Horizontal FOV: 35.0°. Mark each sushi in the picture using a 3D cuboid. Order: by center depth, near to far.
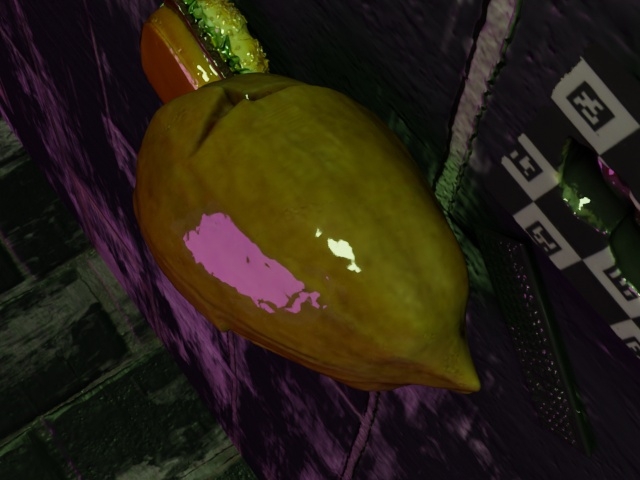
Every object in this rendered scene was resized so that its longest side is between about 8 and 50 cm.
[{"bbox_3d":[0.195,0.004,0.517,0.215,0.050,0.192,49,164,9],"label":"sushi"}]

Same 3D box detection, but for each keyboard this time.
[{"bbox_3d":[0.164,0.078,0.781,0.067,0.011,0.202,28,145,59],"label":"keyboard"}]

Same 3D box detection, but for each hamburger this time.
[{"bbox_3d":[-0.104,-0.163,0.959,0.137,0.087,0.166,57,163,-1],"label":"hamburger"}]

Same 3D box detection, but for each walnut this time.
[{"bbox_3d":[0.000,0.000,0.795,0.336,0.209,0.209,41,158,17],"label":"walnut"}]
